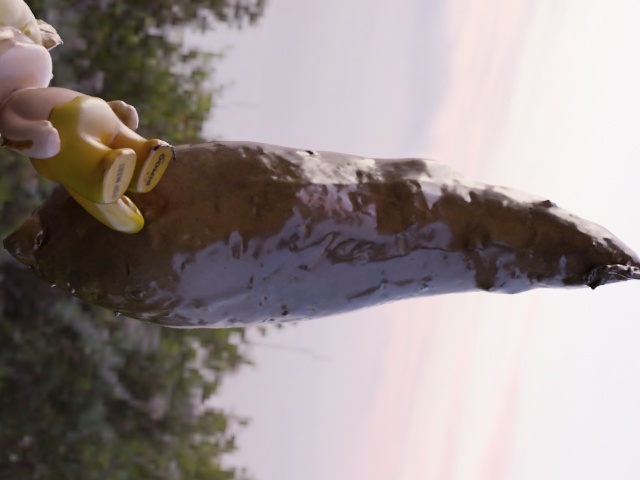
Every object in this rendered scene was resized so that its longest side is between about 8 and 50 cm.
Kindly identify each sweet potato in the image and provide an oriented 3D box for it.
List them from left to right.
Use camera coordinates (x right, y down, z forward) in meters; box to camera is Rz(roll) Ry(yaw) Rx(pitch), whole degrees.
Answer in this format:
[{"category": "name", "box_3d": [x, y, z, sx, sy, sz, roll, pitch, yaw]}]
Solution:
[{"category": "sweet potato", "box_3d": [0.002, -0.002, 1.100, 0.130, 0.423, 0.130, -178, -90, -89]}]

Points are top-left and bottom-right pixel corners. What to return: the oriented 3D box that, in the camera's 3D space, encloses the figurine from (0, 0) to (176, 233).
[{"category": "figurine", "box_3d": [-0.206, -0.097, 1.028, 0.156, 0.246, 0.131, -19, 138, -53]}]
